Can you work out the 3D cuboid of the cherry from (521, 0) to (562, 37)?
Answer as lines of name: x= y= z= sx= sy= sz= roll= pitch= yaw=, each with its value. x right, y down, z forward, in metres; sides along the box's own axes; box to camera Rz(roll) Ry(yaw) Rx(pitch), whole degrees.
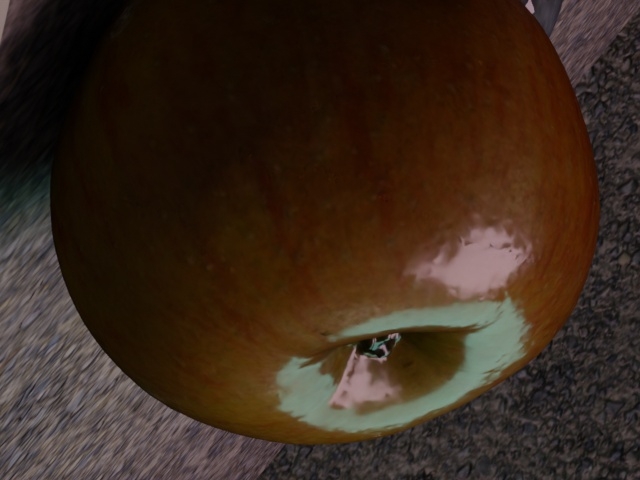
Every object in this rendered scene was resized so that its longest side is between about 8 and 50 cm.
cherry: x=0.089 y=-0.208 z=1.429 sx=0.255 sy=0.218 sz=0.296 roll=-55 pitch=-178 yaw=-3

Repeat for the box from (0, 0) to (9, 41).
box: x=-0.239 y=-0.090 z=0.858 sx=0.135 sy=0.079 sz=0.269 roll=-41 pitch=164 yaw=-40

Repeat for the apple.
apple: x=0.002 y=-0.028 z=1.186 sx=0.334 sy=0.400 sz=0.400 roll=-94 pitch=-154 yaw=-48
